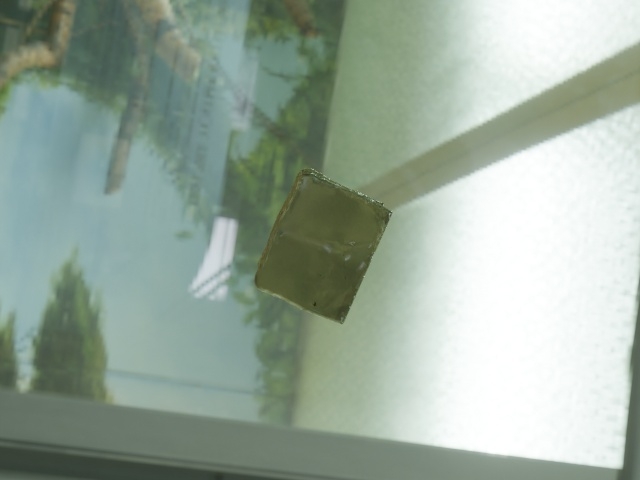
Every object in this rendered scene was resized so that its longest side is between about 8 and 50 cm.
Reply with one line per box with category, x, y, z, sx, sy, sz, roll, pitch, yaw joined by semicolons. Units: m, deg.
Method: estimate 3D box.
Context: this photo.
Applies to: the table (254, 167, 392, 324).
table;0.000;0.000;0.782;0.083;0.062;0.079;-100;-146;-83
